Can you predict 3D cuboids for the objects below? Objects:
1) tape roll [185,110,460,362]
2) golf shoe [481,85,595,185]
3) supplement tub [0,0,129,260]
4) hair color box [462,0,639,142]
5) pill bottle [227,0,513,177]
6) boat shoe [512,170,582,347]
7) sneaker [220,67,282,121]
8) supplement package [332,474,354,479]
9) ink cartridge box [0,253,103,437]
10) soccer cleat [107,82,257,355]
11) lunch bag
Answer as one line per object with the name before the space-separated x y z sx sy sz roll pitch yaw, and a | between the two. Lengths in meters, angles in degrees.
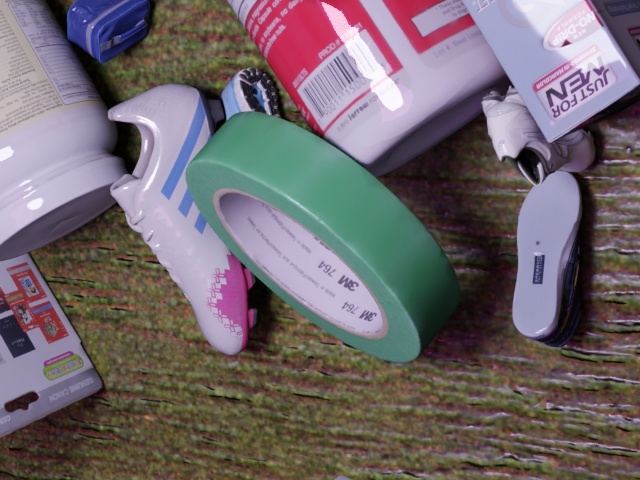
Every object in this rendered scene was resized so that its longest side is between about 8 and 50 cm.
tape roll | 0.000 0.000 1.596 0.321 0.077 0.321 35 161 14
golf shoe | 0.221 -0.088 1.507 0.069 0.176 0.086 -17 63 38
supplement tub | -0.393 -0.162 1.810 0.235 0.235 0.324 -33 84 32
hair color box | 0.201 -0.292 1.464 0.114 0.185 0.374 -34 84 30
pill bottle | 0.015 -0.285 1.549 0.229 0.229 0.407 -37 82 31
boat shoe | 0.248 0.022 1.589 0.065 0.083 0.183 7 78 28
sneaker | -0.072 -0.119 1.750 0.073 0.063 0.162 -19 88 51
supplement package | 0.021 0.430 1.695 0.198 0.263 0.199 22 111 24
ink cartridge box | -0.466 0.142 1.880 0.130 0.309 0.271 -37 82 32
soccer cleat | -0.172 -0.018 1.758 0.116 0.143 0.331 180 79 -68
lunch bag | -0.249 -0.263 1.788 0.065 0.098 0.067 38 148 20
